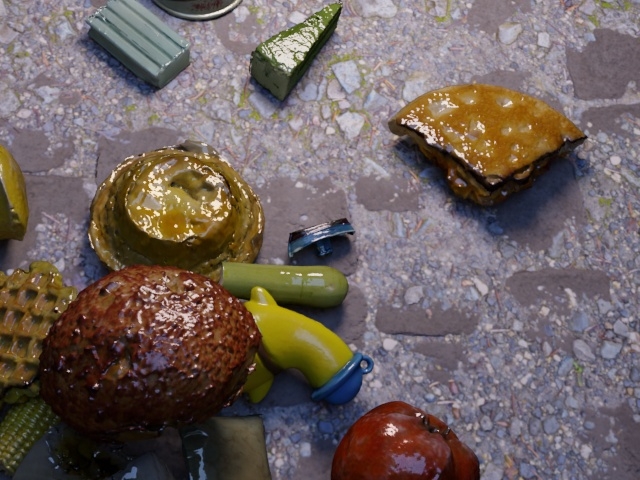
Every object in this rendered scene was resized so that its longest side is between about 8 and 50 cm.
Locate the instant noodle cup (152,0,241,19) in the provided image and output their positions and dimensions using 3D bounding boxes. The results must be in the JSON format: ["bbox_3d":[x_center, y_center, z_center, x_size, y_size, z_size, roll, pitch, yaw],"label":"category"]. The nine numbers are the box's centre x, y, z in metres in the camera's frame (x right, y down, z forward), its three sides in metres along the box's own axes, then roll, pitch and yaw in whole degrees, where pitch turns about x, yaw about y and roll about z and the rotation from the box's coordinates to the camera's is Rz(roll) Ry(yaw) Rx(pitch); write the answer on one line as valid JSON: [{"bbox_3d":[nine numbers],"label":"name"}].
[{"bbox_3d":[-0.262,-0.607,1.968,0.234,0.178,0.235,2,65,-5],"label":"instant noodle cup"}]

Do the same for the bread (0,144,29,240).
[{"bbox_3d":[-0.603,-0.080,1.658,0.170,0.197,0.197,-16,68,-11],"label":"bread"}]

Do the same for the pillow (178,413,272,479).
[{"bbox_3d":[-0.136,0.426,1.519,0.185,0.075,0.302,9,57,-43],"label":"pillow"}]

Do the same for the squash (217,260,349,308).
[{"bbox_3d":[-0.068,0.078,1.703,0.250,0.083,0.083,6,63,-18],"label":"squash"}]

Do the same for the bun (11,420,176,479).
[{"bbox_3d":[-0.327,0.424,1.449,0.281,0.205,0.282,-5,78,27],"label":"bun"}]

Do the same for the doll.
[{"bbox_3d":[-0.084,0.185,1.629,0.363,0.145,0.199,11,88,-6],"label":"doll"}]

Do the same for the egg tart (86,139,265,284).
[{"bbox_3d":[-0.265,-0.048,1.730,0.341,0.129,0.341,3,63,-5],"label":"egg tart"}]

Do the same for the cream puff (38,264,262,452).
[{"bbox_3d":[-0.263,0.152,1.421,0.350,0.350,0.229,-16,102,-15],"label":"cream puff"}]

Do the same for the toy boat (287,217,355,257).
[{"bbox_3d":[0.000,0.000,1.782,0.137,0.060,0.061,-15,92,-21],"label":"toy boat"}]

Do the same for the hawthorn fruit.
[{"bbox_3d":[0.121,0.407,1.533,0.242,0.242,0.272,32,95,8],"label":"hawthorn fruit"}]

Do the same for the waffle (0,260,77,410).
[{"bbox_3d":[-0.532,0.167,1.566,0.281,0.058,0.301,-15,50,13],"label":"waffle"}]

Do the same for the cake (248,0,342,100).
[{"bbox_3d":[-0.024,-0.392,1.943,0.235,0.100,0.099,-35,76,-21],"label":"cake"}]

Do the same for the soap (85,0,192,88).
[{"bbox_3d":[-0.368,-0.408,1.920,0.198,0.063,0.114,41,67,12],"label":"soap"}]

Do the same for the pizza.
[{"bbox_3d":[0.341,-0.195,1.893,0.408,0.114,0.278,-2,64,-8],"label":"pizza"}]

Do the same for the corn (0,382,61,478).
[{"bbox_3d":[-0.434,0.268,1.564,0.123,0.122,0.305,42,65,-18],"label":"corn"}]
